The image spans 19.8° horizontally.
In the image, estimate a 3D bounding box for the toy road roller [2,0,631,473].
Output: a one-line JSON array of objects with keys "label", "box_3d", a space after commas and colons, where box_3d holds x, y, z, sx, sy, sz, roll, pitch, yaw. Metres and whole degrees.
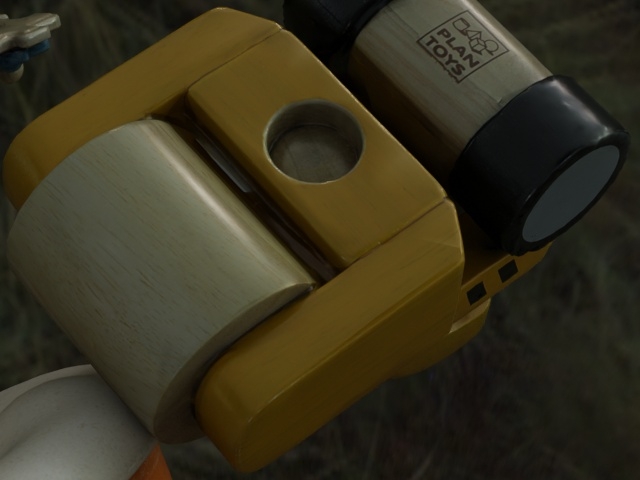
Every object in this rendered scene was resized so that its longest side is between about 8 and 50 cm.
[{"label": "toy road roller", "box_3d": [0.000, 0.000, 1.033, 0.329, 0.240, 0.202, -33, 66, -22]}]

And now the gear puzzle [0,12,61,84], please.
[{"label": "gear puzzle", "box_3d": [-0.317, -0.072, 1.127, 0.175, 0.044, 0.339, 5, 25, 36]}]

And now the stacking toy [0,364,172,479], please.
[{"label": "stacking toy", "box_3d": [-0.136, 0.339, 1.014, 0.350, 0.350, 0.480, -33, 100, -12]}]
